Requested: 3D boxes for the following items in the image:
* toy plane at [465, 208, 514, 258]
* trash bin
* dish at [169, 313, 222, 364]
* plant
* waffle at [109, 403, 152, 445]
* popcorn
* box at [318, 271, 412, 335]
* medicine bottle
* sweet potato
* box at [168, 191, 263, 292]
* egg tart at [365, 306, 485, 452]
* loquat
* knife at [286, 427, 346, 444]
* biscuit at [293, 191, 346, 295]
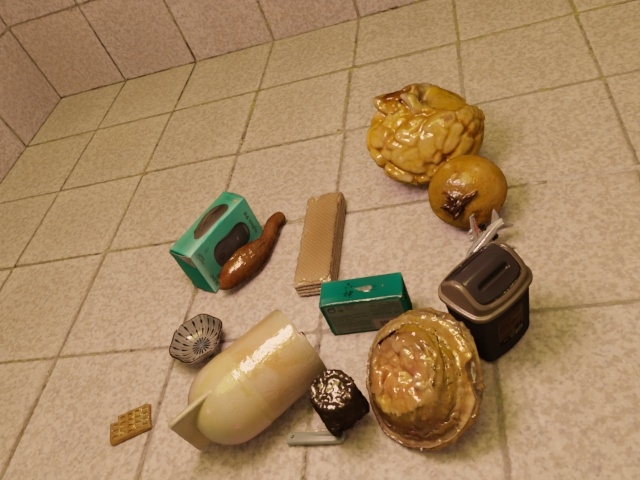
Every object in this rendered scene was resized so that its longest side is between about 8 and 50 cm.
[{"bbox_3d":[0.494,-0.005,1.707,0.171,0.162,0.065,-51,8,20],"label":"toy plane"},{"bbox_3d":[0.425,0.153,1.443,0.209,0.290,0.182,-39,44,-16],"label":"trash bin"},{"bbox_3d":[-0.386,0.328,1.816,0.190,0.066,0.191,-14,42,13],"label":"dish"},{"bbox_3d":[0.047,0.413,1.445,0.129,0.194,0.132,-34,55,-5],"label":"plant"},{"bbox_3d":[-0.574,0.555,1.717,0.135,0.021,0.092,-23,45,2],"label":"waffle"},{"bbox_3d":[0.358,-0.358,1.961,0.390,0.344,0.354,29,106,17],"label":"popcorn"},{"bbox_3d":[0.134,0.186,1.647,0.244,0.153,0.092,-8,46,16],"label":"box"},{"bbox_3d":[-0.203,0.400,1.536,0.406,0.236,0.235,-38,44,-14],"label":"medicine bottle"},{"bbox_3d":[-0.227,0.034,2.003,0.109,0.109,0.385,14,50,35],"label":"sweet potato"},{"bbox_3d":[-0.358,0.005,2.016,0.118,0.205,0.311,16,56,39],"label":"box"},{"bbox_3d":[0.230,0.330,1.388,0.352,0.150,0.352,-18,64,39],"label":"egg tart"},{"bbox_3d":[0.452,-0.150,1.766,0.243,0.244,0.244,-13,44,13],"label":"loquat"},{"bbox_3d":[-0.011,0.514,1.491,0.162,0.023,0.044,-9,48,17],"label":"knife"},{"bbox_3d":[0.000,0.000,1.944,0.143,0.078,0.426,-8,45,19],"label":"biscuit"}]
